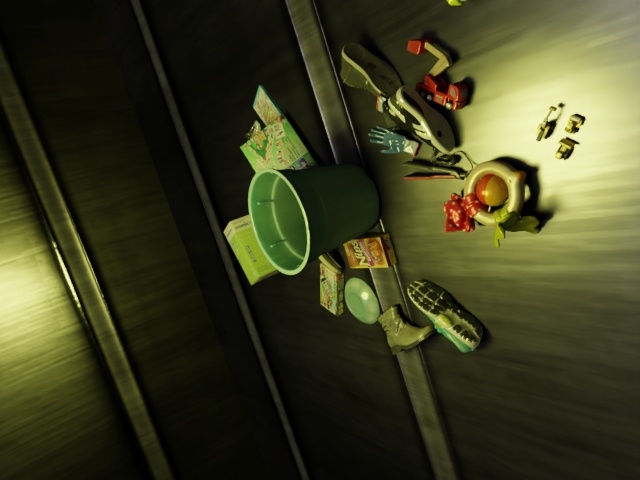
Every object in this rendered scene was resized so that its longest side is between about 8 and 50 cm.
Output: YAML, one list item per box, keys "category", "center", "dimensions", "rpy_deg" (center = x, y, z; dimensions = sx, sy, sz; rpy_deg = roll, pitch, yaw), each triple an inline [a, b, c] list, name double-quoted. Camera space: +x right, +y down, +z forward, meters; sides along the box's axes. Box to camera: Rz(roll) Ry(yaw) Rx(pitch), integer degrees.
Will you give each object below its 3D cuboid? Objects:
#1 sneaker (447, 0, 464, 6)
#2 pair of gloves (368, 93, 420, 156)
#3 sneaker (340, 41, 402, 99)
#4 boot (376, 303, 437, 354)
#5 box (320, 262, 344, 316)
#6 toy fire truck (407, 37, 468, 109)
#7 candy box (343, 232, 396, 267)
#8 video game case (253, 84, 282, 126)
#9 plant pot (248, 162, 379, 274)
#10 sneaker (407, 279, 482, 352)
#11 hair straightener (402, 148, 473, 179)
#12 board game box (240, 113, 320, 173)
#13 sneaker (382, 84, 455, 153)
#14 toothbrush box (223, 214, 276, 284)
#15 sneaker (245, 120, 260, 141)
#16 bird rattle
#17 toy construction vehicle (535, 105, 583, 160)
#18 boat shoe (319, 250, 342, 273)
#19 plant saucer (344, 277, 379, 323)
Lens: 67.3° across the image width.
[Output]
- category: "sneaker"
  center: [0.304, -0.675, 1.029]
  dimensions: [0.121, 0.111, 0.300]
  rpy_deg: [-5, 111, 45]
- category: "pair of gloves"
  center: [0.220, -0.322, 1.373]
  dimensions: [0.159, 0.023, 0.198]
  rpy_deg: [25, 140, 16]
- category: "sneaker"
  center: [0.147, -0.468, 1.406]
  dimensions: [0.222, 0.083, 0.118]
  rpy_deg: [48, 166, 11]
- category: "boot"
  center: [0.283, 0.293, 1.663]
  dimensions: [0.246, 0.083, 0.161]
  rpy_deg: [-44, 67, 54]
- category: "box"
  center: [0.048, 0.198, 1.976]
  dimensions: [0.114, 0.036, 0.207]
  rpy_deg: [31, 133, 42]
- category: "toy fire truck"
  center: [0.298, -0.425, 1.223]
  dimensions: [0.192, 0.047, 0.135]
  rpy_deg: [39, 138, 37]
- category: "candy box"
  center: [0.168, 0.038, 1.675]
  dimensions: [0.186, 0.053, 0.109]
  rpy_deg: [-5, 106, 51]
- category: "video game case"
  center: [-0.212, -0.521, 1.927]
  dimensions: [0.166, 0.015, 0.119]
  rpy_deg: [56, 146, 17]
- category: "plant pot"
  center: [-0.008, -0.102, 1.586]
  dimensions: [0.341, 0.333, 0.342]
  rpy_deg: [31, 130, 44]
- category: "sneaker"
  center: [0.369, 0.237, 1.486]
  dimensions: [0.275, 0.107, 0.110]
  rpy_deg: [47, 152, 29]
- category: "hair straightener"
  center: [0.319, -0.209, 1.326]
  dimensions: [0.230, 0.047, 0.089]
  rpy_deg: [14, 121, 51]
- category: "board game box"
  center: [-0.138, -0.289, 1.810]
  dimensions: [0.213, 0.046, 0.318]
  rpy_deg: [-35, 75, 11]
- category: "sneaker"
  center: [0.256, -0.309, 1.293]
  dimensions: [0.217, 0.079, 0.121]
  rpy_deg: [45, 153, -14]
- category: "toothbrush box"
  center: [-0.276, 0.025, 2.179]
  dimensions: [0.283, 0.206, 0.122]
  rpy_deg: [61, 147, 8]
- category: "sneaker"
  center: [-0.289, -0.454, 2.028]
  dimensions: [0.038, 0.069, 0.098]
  rpy_deg: [42, 140, 33]
- category: "bird rattle"
  center: [0.429, -0.099, 1.213]
  dimensions: [0.253, 0.142, 0.207]
  rpy_deg: [38, 128, 56]
- category: "toy construction vehicle"
  center: [0.513, -0.232, 1.045]
  dimensions: [0.086, 0.035, 0.098]
  rpy_deg: [44, 141, 31]
- category: "boat shoe"
  center: [0.000, 0.000, 1.869]
  dimensions: [0.285, 0.092, 0.103]
  rpy_deg: [51, -175, 2]
- category: "plant saucer"
  center: [0.147, 0.241, 1.860]
  dimensions: [0.195, 0.037, 0.195]
  rpy_deg: [32, 134, 40]
